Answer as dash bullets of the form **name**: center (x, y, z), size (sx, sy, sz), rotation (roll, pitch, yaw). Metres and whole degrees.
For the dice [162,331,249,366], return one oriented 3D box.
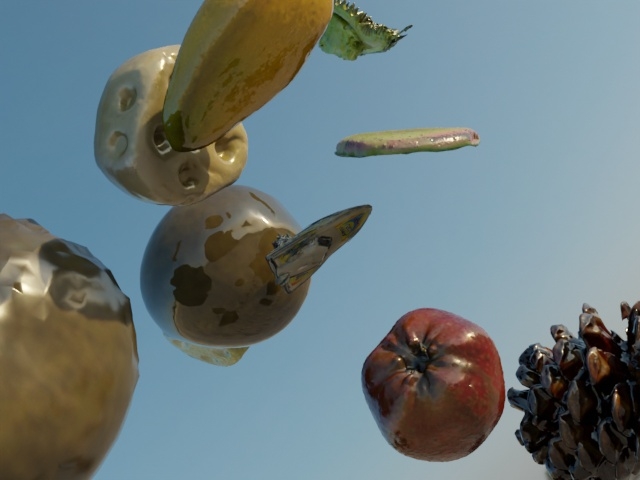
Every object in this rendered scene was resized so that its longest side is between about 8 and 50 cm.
- **dice**: center (-0.219, 0.152, 1.854), size (0.169, 0.166, 0.169), rotation (-34, 28, 57)

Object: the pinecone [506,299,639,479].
- **pinecone**: center (0.422, 0.234, 1.359), size (0.296, 0.242, 0.298), rotation (-44, 2, 36)

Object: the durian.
- **durian**: center (0.058, -0.463, 1.949), size (0.107, 0.375, 0.132), rotation (-1, -73, -35)

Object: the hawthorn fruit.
- **hawthorn fruit**: center (0.137, 0.173, 0.975), size (0.162, 0.162, 0.203), rotation (-43, -45, -4)

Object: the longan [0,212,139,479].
- **longan**: center (-0.441, 0.178, 1.104), size (0.436, 0.404, 0.404), rotation (-60, -5, -46)

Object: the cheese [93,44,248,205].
- **cheese**: center (-0.199, -0.145, 1.200), size (0.218, 0.117, 0.235), rotation (45, -127, -37)

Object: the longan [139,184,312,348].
- **longan**: center (-0.167, 0.050, 1.601), size (0.319, 0.319, 0.319), rotation (-37, -23, -19)

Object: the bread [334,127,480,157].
- **bread**: center (0.135, -0.156, 1.384), size (0.228, 0.228, 0.033), rotation (-17, -73, -49)

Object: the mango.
- **mango**: center (-0.089, -0.240, 1.087), size (0.317, 0.119, 0.176), rotation (-51, -19, 2)

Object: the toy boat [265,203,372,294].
- **toy boat**: center (0.000, 0.000, 1.454), size (0.210, 0.066, 0.084), rotation (-35, -55, -12)
